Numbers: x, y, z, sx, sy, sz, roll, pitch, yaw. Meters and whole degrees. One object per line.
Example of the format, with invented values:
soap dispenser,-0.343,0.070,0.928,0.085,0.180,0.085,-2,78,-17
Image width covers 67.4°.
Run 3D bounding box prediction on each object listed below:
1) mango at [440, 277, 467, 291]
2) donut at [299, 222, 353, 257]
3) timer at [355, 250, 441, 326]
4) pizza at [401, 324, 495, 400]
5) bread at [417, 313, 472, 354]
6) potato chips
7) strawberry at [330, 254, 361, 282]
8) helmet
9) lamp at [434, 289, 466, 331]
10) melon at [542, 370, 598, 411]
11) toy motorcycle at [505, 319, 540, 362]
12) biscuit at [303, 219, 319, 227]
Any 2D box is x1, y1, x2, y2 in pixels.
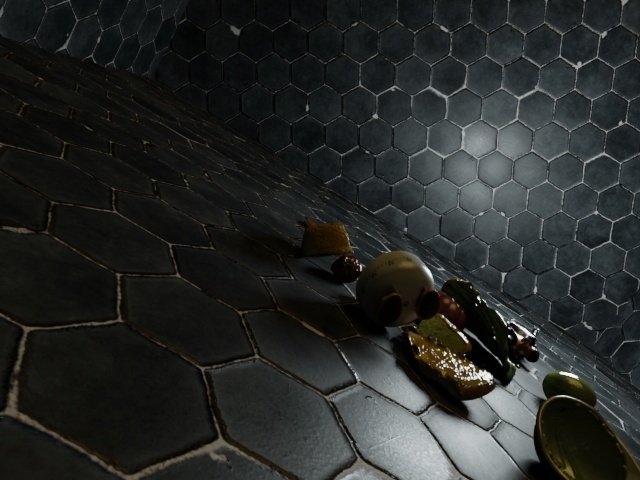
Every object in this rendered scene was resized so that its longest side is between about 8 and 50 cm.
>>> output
mango,0.643,0.272,2.111,0.248,0.156,0.151,37,-22,17
donut,0.000,0.000,1.620,0.151,0.113,0.295,-3,-2,-11
timer,0.212,0.137,1.431,0.233,0.234,0.240,24,18,-30
pizza,0.320,0.331,1.312,0.189,0.071,0.297,-4,32,-48
bread,0.380,0.300,1.491,0.187,0.103,0.065,39,15,36
potato chips,0.584,0.329,1.728,0.373,0.097,0.389,59,-1,-34
strawberry,0.084,0.094,1.603,0.106,0.106,0.106,30,13,-8
helmet,0.601,0.515,1.134,0.204,0.137,0.258,-13,51,-18
lamp,0.423,0.261,1.686,0.182,0.140,0.182,43,-3,3
melon,0.867,0.534,1.661,0.192,0.139,0.139,31,12,17
toy motorcycle,0.873,0.429,2.083,0.207,0.134,0.401,39,16,28
biscuit,-0.002,-0.049,2.084,0.175,0.026,0.124,17,20,-48
